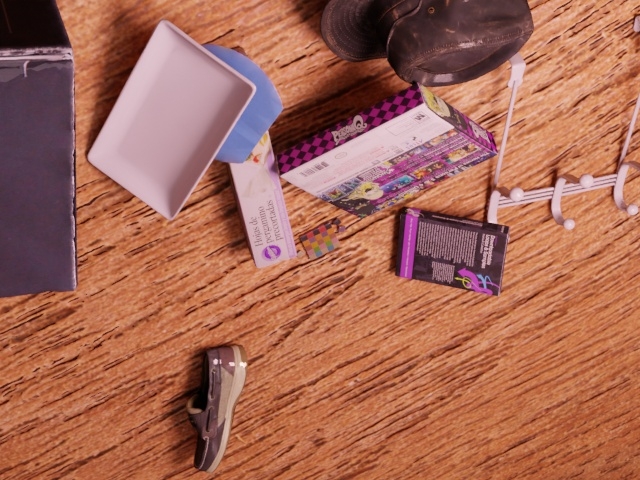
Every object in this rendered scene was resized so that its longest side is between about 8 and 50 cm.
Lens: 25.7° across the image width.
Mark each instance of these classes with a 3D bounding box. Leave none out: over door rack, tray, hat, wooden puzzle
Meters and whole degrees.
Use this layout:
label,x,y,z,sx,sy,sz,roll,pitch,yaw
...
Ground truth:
label,x,y,z,sx,sy,sz,roll,pitch,yaw
over door rack,0.370,-0.146,2.031,0.240,0.108,0.324,-12,128,-14
tray,-0.189,-0.152,1.779,0.145,0.030,0.270,36,132,-2
hat,0.174,-0.277,1.764,0.331,0.134,0.331,-20,159,-8
wooden puzzle,0.000,0.000,2.058,0.083,0.006,0.049,-26,130,-2

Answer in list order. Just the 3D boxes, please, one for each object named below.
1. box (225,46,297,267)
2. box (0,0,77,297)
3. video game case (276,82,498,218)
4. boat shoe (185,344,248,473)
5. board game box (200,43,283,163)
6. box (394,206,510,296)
label,x,y,z,sx,sy,sz,roll,pitch,yaw
box,-0.096,-0.107,1.902,0.063,0.067,0.324,-17,130,-6
box,-0.518,-0.172,1.417,0.472,0.480,0.297,-7,129,-16
video game case,0.092,-0.116,1.899,0.232,0.041,0.210,-26,151,27
boat shoe,-0.170,0.254,2.138,0.073,0.080,0.223,8,116,-20
board game box,-0.119,-0.179,1.767,0.133,0.033,0.168,38,131,-2
box,0.195,0.017,2.081,0.162,0.029,0.116,12,127,12
